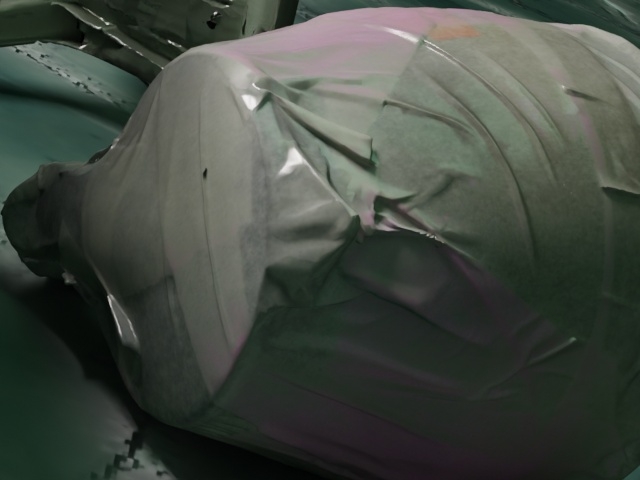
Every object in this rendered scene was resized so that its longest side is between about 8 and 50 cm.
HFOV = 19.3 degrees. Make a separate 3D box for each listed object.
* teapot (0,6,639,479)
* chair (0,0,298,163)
[{"bbox_3d":[0.005,-0.012,0.627,0.178,0.163,0.221,6,25,-31],"label":"teapot"},{"bbox_3d":[-0.088,-0.150,0.843,0.191,0.203,0.275,21,19,25],"label":"chair"}]
